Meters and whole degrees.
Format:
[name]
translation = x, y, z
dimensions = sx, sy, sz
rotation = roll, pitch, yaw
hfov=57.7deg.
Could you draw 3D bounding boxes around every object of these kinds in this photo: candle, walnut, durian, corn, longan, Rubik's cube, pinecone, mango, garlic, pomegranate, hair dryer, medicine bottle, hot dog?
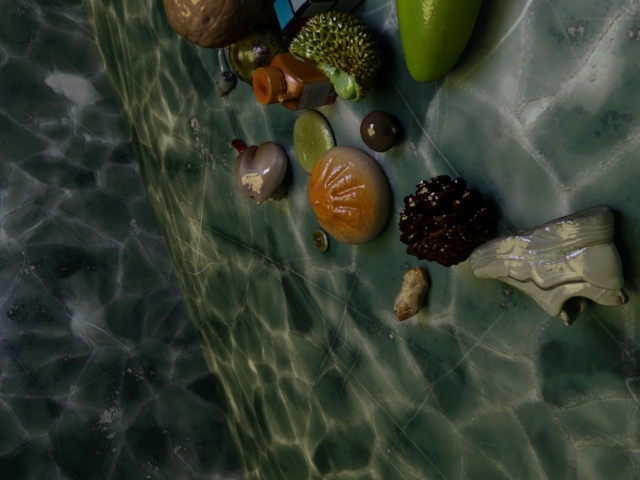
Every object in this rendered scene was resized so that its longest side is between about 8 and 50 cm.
[candle]
translation = -0.288, -0.345, 2.244
dimensions = 0.162, 0.048, 0.053
rotation = 46, 175, 37
[walnut]
translation = -0.284, -0.673, 1.582
dimensions = 0.252, 0.277, 0.313
rotation = 56, 137, 2
[durian]
translation = 0.046, -0.474, 1.465
dimensions = 0.236, 0.177, 0.200
rotation = 30, 166, -2
[corn]
translation = -0.203, -0.224, 2.117
dimensions = 0.211, 0.087, 0.087
rotation = 49, 142, 33
[longan]
translation = 0.154, -0.282, 1.504
dimensions = 0.113, 0.092, 0.114
rotation = 13, 108, 44
[Rubik's cube]
translation = -0.019, -0.662, 1.506
dimensions = 0.167, 0.180, 0.184
rotation = -23, 88, 60
[pinecone]
translation = 0.276, -0.050, 1.319
dimensions = 0.221, 0.221, 0.222
rotation = 33, 132, 47
[mango]
translation = 0.239, -0.489, 1.200
dimensions = 0.192, 0.155, 0.343
rotation = 45, 141, 39
[garlic]
translation = -0.217, -0.246, 2.020
dimensions = 0.217, 0.110, 0.228
rotation = -20, 60, 26
[pomegranate]
translation = -0.174, -0.599, 1.756
dimensions = 0.221, 0.204, 0.277
rotation = 12, 123, 25
[hair dryer]
translation = -0.384, -0.649, 2.238
dimensions = 0.167, 0.067, 0.199
rotation = 127, 131, -60
[medicine bottle]
translation = -0.073, -0.453, 1.656
dimensions = 0.149, 0.222, 0.112
rotation = 55, 145, 26
[hot dog]
translation = 0.252, 0.142, 1.590
dimensions = 0.078, 0.061, 0.169
rotation = 24, 109, 13

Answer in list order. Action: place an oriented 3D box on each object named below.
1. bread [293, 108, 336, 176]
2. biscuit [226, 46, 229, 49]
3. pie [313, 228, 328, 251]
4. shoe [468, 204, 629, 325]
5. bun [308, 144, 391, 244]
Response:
[bread]
translation = -0.026, -0.301, 1.843
dimensions = 0.228, 0.033, 0.229
rotation = 35, 134, 45
[biscuit]
translation = -0.293, -0.791, 1.967
dimensions = 0.325, 0.107, 0.326
rotation = 39, 139, 44
[pie]
translation = 0.000, -0.002, 1.964
dimensions = 0.084, 0.021, 0.084
rotation = 33, 132, 46
[shoe]
translation = 0.449, 0.074, 1.169
dimensions = 0.342, 0.132, 0.211
rotation = -25, 81, 56
[bun]
translation = 0.056, -0.125, 1.674
dimensions = 0.299, 0.164, 0.299
rotation = 30, 128, 48
